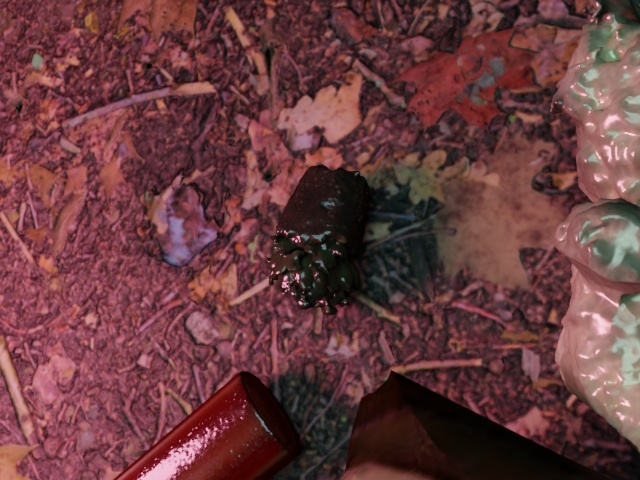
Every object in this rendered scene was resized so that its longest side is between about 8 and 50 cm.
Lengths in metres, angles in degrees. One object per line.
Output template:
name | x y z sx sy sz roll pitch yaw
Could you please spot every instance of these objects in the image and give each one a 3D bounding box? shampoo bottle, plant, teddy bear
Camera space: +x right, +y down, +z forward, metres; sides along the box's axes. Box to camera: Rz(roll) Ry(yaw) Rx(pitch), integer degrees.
shampoo bottle | -0.144 0.249 0.834 0.260 0.064 0.102 -41 69 9
plant | 0.000 0.000 0.813 0.092 0.094 0.143 12 80 12
teddy bear | 0.309 -0.018 0.585 0.375 0.327 0.362 40 117 61

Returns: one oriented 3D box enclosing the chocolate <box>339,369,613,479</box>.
chocolate | 0.068 0.315 0.547 0.314 0.297 0.326 22 129 39
